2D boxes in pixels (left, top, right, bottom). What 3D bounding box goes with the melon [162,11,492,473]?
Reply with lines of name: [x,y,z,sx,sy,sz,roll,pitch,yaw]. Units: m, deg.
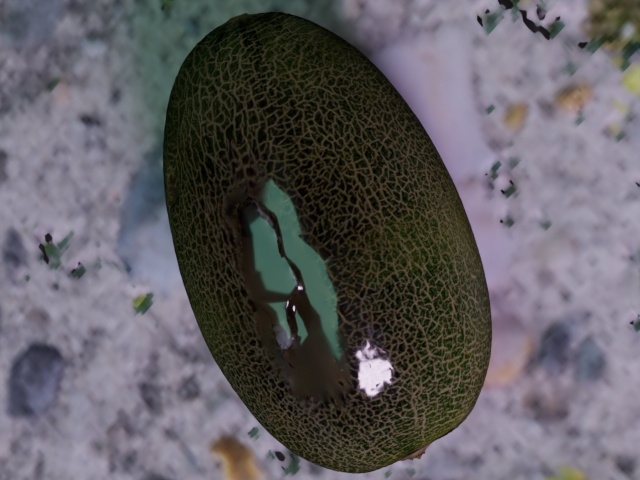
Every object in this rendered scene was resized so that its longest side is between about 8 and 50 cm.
melon: [0.000,0.000,0.649,0.099,0.099,0.162,-22,89,28]
